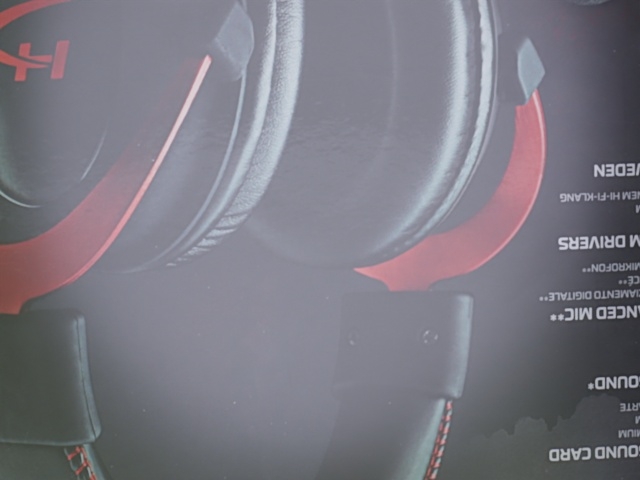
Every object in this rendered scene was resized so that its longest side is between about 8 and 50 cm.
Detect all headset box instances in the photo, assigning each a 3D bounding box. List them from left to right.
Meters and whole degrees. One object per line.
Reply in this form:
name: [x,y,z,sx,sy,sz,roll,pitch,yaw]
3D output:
headset box: [0.000,0.000,0.424,0.218,0.110,0.293,-1,97,-6]
